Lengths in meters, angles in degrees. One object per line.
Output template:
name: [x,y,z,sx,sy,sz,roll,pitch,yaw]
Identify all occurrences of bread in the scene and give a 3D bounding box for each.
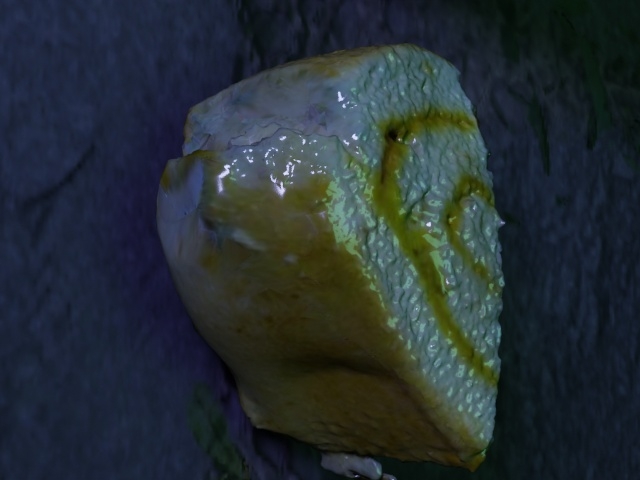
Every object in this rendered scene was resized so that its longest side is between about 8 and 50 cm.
bread: [0.000,0.005,0.694,0.110,0.103,0.156,15,65,-54]
